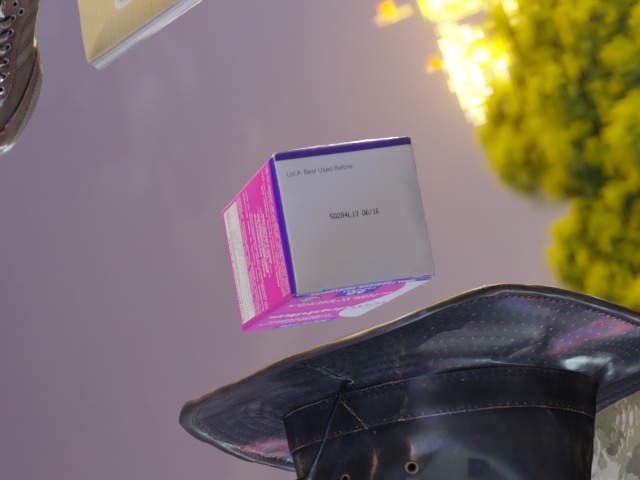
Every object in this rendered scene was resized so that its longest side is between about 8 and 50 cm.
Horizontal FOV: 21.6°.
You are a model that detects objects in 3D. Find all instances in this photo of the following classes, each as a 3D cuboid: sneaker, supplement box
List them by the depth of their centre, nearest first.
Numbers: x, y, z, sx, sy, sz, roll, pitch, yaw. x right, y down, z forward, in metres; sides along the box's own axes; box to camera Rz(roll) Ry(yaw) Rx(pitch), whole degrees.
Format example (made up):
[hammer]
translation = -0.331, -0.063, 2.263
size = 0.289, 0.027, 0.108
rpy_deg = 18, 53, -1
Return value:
[sneaker]
translation = -0.211, -0.143, 1.063
size = 0.071, 0.066, 0.188
rpy_deg = -30, -47, -75
[supplement box]
translation = 0.000, 0.000, 1.330
size = 0.220, 0.111, 0.114
rpy_deg = 145, 116, -74

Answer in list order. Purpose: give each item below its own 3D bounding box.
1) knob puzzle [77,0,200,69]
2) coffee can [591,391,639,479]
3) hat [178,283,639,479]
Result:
[knob puzzle]
translation = -0.067, -0.203, 0.931
size = 0.030, 0.213, 0.213
rpy_deg = 34, -140, -43
[coffee can]
translation = 0.312, 0.203, 1.325
size = 0.275, 0.201, 0.202
rpy_deg = 21, -130, -43
[hat]
translation = 0.080, 0.144, 1.028
size = 0.331, 0.331, 0.134
rpy_deg = 36, -137, -58
